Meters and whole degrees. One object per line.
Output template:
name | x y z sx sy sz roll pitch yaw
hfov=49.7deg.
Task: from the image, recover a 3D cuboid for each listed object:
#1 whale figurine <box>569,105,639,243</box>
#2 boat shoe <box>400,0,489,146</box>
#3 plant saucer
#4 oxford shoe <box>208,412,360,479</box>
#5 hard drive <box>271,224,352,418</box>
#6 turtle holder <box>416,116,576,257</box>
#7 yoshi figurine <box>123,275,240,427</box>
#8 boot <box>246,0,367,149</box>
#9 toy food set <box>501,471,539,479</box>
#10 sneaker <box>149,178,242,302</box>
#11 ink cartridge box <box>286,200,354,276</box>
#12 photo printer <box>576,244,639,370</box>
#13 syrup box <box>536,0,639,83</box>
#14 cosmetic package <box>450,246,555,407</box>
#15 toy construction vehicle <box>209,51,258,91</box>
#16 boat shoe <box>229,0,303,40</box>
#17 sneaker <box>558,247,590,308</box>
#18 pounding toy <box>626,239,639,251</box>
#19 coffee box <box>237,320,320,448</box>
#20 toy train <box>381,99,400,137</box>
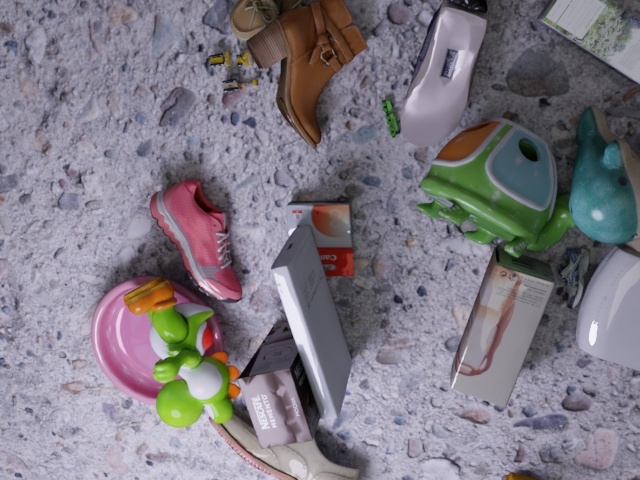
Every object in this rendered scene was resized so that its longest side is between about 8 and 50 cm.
whale figurine | 0.531 -0.120 1.320 0.141 0.216 0.271 -15 64 6
boat shoe | 0.256 -0.358 1.387 0.127 0.158 0.340 19 136 1
plant saucer | -0.387 0.237 1.678 0.332 0.084 0.332 3 105 11
oxford shoe | -0.088 0.513 1.692 0.397 0.140 0.146 32 77 6
hard drive | -0.011 0.170 1.488 0.047 0.233 0.353 -13 108 15
turtle holder | 0.371 -0.098 1.364 0.320 0.243 0.227 28 92 10
yoshi figurine | -0.335 0.275 1.547 0.203 0.203 0.362 -21 103 31
boot | -0.001 -0.353 1.448 0.220 0.109 0.283 -31 113 -5
toy food set | 0.458 0.638 1.607 0.105 0.111 0.232 15 104 7
sneaker | -0.255 0.000 1.573 0.136 0.116 0.313 -32 97 16
ink cartridge box | 0.000 0.000 1.561 0.146 0.045 0.179 0 102 11
photo printer | 0.704 0.155 1.433 0.308 0.107 0.256 18 107 6
syrup box | 0.543 -0.399 1.321 0.237 0.096 0.093 33 110 1
cosmetic package | 0.385 0.181 1.480 0.129 0.153 0.296 18 106 8
toy construction vehicle | -0.187 -0.369 1.507 0.098 0.035 0.085 -8 92 10
boat shoe | -0.078 -0.515 1.413 0.285 0.089 0.104 -34 97 18
sneaker | 0.538 0.079 1.481 0.058 0.052 0.135 10 99 18
pounding toy | 0.678 -0.074 1.342 0.110 0.237 0.182 -14 97 -15
coffee box | -0.065 0.302 1.520 0.119 0.297 0.168 -13 101 14
toy train | 0.151 -0.261 1.476 0.024 0.017 0.083 -17 101 4
